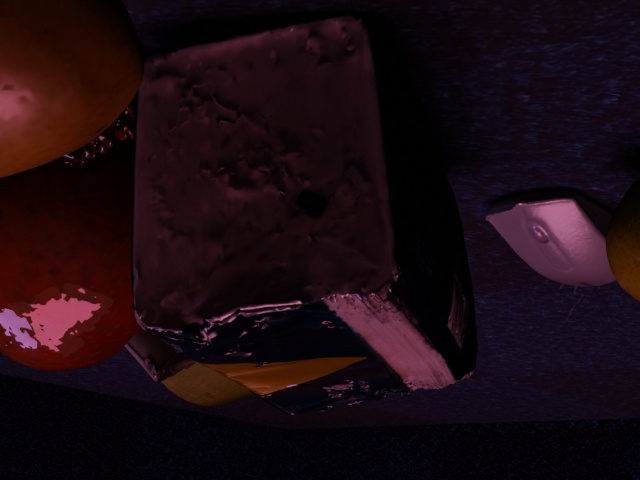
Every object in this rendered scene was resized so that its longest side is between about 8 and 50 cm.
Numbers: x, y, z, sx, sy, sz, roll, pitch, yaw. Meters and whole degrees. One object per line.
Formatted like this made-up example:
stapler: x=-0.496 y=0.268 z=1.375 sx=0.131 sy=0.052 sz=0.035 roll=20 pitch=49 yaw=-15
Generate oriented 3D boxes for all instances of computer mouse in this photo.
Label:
computer mouse: x=0.304 y=0.003 z=1.372 sx=0.128 sy=0.079 sz=0.230 roll=-15 pitch=152 yaw=42

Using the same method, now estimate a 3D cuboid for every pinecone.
pinecone: x=-0.209 y=-0.120 z=1.023 sx=0.102 sy=0.109 sz=0.102 roll=35 pitch=-177 yaw=-2

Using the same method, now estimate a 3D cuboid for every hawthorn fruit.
hawthorn fruit: x=-0.283 y=-0.022 z=1.137 sx=0.298 sy=0.277 sz=0.277 roll=26 pitch=155 yaw=-32

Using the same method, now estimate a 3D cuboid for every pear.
pear: x=0.392 y=-0.004 z=1.139 sx=0.198 sy=0.198 sz=0.198 roll=4 pitch=164 yaw=1

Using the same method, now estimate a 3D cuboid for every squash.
squash: x=-0.129 y=0.149 z=1.868 sx=0.233 sy=0.210 sz=0.309 roll=13 pitch=150 yaw=-32

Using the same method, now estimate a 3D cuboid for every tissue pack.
tissue pack: x=0.000 y=0.000 z=1.070 sx=0.253 sy=0.264 sz=0.416 roll=-9 pitch=161 yaw=11

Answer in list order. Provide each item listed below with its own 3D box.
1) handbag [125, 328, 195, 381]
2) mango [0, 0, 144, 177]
handbag: x=-0.160 y=0.085 z=1.350 sx=0.241 sy=0.315 sz=0.109 roll=-18 pitch=142 yaw=-48
mango: x=-0.342 y=-0.134 z=0.769 sx=0.444 sy=0.221 sz=0.301 roll=8 pitch=136 yaw=6
